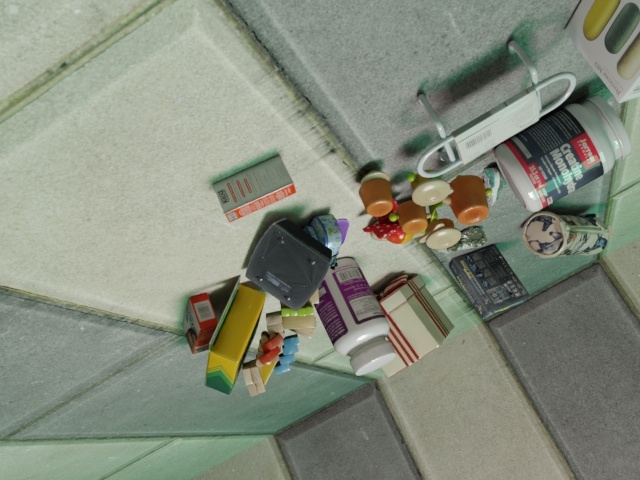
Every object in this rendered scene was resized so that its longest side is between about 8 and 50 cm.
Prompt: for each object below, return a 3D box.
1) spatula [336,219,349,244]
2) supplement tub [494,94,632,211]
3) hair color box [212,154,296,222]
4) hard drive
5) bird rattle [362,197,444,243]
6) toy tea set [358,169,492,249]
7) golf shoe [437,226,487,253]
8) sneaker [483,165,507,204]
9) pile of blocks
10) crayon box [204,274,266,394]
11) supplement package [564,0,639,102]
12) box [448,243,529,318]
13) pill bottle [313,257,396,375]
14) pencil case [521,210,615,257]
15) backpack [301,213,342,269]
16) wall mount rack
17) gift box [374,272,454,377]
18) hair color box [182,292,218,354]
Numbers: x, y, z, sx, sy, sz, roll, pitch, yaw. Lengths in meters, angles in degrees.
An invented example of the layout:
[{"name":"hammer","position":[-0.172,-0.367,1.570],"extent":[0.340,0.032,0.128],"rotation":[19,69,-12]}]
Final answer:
[{"name":"spatula","position":[0.001,0.039,1.748],"extent":[0.084,0.030,0.296],"rotation":[-12,154,-27]},{"name":"supplement tub","position":[0.583,-0.210,1.623],"extent":[0.272,0.191,0.191],"rotation":[-31,157,11]},{"name":"hair color box","position":[-0.125,-0.098,1.267],"extent":[0.141,0.072,0.043],"rotation":[-24,157,-4]},{"name":"hard drive","position":[-0.073,0.056,1.551],"extent":[0.054,0.172,0.255],"rotation":[-55,179,-36]},{"name":"bird rattle","position":[0.213,-0.028,1.721],"extent":[0.253,0.143,0.207],"rotation":[-11,169,-26]},{"name":"toy tea set","position":[0.239,-0.106,1.538],"extent":[0.336,0.124,0.200],"rotation":[22,134,-38]},{"name":"golf shoe","position":[0.448,0.002,2.129],"extent":[0.176,0.069,0.086],"rotation":[-10,172,-28]},{"name":"sneaker","position":[0.481,-0.155,1.807],"extent":[0.076,0.065,0.166],"rotation":[-28,159,-6]},{"name":"pile of blocks","position":[-0.092,0.248,1.725],"extent":[0.112,0.149,0.362],"rotation":[-146,-103,-84]},{"name":"crayon box","position":[-0.225,0.257,1.758],"extent":[0.083,0.203,0.323],"rotation":[21,149,1]},{"name":"supplement package","position":[0.618,-0.423,1.191],"extent":[0.198,0.199,0.263],"rotation":[-19,157,-15]},{"name":"box","position":[0.583,0.139,2.321],"extent":[0.183,0.233,0.059],"rotation":[-18,150,-20]},{"name":"pill bottle","position":[0.089,0.214,1.867],"extent":[0.169,0.301,0.169],"rotation":[-22,157,-10]},{"name":"pencil case","position":[0.882,-0.022,2.385],"extent":[0.410,0.160,0.183],"rotation":[0,154,-46]},{"name":"backpack","position":[0.000,0.000,1.570],"extent":[0.084,0.105,0.114],"rotation":[-7,140,-26]},{"name":"wall mount rack","position":[0.341,-0.250,1.382],"extent":[0.350,0.130,0.304],"rotation":[-30,154,8]},{"name":"gift box","position":[0.268,0.273,2.264],"extent":[0.255,0.258,0.276],"rotation":[-38,174,21]},{"name":"hair color box","position":[-0.311,0.216,1.718],"extent":[0.053,0.093,0.167],"rotation":[-14,154,-24]}]
